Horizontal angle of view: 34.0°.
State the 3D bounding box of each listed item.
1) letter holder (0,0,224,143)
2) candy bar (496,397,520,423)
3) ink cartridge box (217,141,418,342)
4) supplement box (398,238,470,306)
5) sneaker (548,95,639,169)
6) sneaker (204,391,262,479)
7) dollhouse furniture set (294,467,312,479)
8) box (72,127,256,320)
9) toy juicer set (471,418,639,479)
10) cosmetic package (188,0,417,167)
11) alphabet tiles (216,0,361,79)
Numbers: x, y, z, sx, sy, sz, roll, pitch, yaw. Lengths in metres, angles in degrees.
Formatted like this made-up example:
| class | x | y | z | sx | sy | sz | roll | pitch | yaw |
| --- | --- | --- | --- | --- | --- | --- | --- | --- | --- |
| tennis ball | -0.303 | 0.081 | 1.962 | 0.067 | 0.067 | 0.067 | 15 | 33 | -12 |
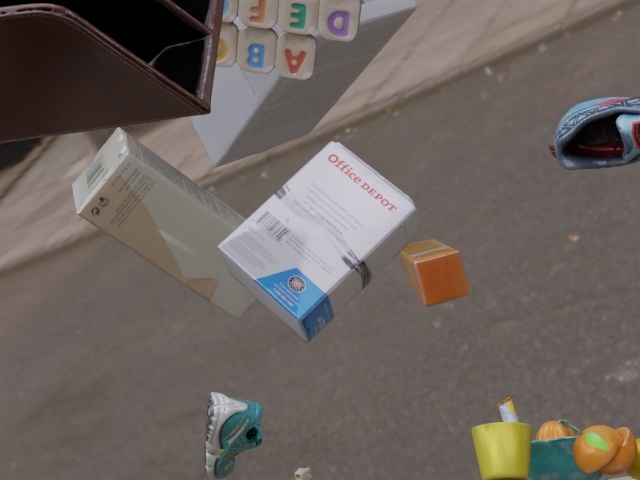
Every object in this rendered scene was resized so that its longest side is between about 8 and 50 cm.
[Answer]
| class | x | y | z | sx | sy | sz | roll | pitch | yaw |
| --- | --- | --- | --- | --- | --- | --- | --- | --- | --- |
| letter holder | -0.274 | -0.207 | 0.967 | 0.302 | 0.214 | 0.151 | -4 | 72 | 31 |
| candy bar | 0.384 | 0.372 | 2.108 | 0.040 | 0.018 | 0.161 | -38 | 23 | 17 |
| ink cartridge box | 0.000 | 0.000 | 1.218 | 0.191 | 0.140 | 0.082 | -43 | -24 | -15 |
| supplement box | 0.181 | 0.048 | 1.722 | 0.080 | 0.078 | 0.233 | -16 | 6 | -3 |
| sneaker | 0.400 | -0.131 | 1.251 | 0.262 | 0.104 | 0.125 | -16 | 13 | 34 |
| sneaker | -0.166 | 0.383 | 1.998 | 0.110 | 0.275 | 0.107 | 4 | 56 | -6 |
| dollhouse furniture set | -0.034 | 0.430 | 1.828 | 0.081 | 0.090 | 0.114 | -13 | 3 | -44 |
| box | -0.218 | -0.024 | 1.620 | 0.121 | 0.311 | 0.148 | -50 | 25 | 7 |
| toy juicer set | 0.327 | 0.261 | 1.281 | 0.209 | 0.329 | 0.089 | -11 | 66 | 23 |
| cosmetic package | -0.054 | -0.317 | 1.801 | 0.230 | 0.161 | 0.453 | -23 | -11 | -32 |
| alphabet tiles | -0.082 | -0.360 | 1.438 | 0.284 | 0.277 | 0.021 | 10 | 31 | 4 |
